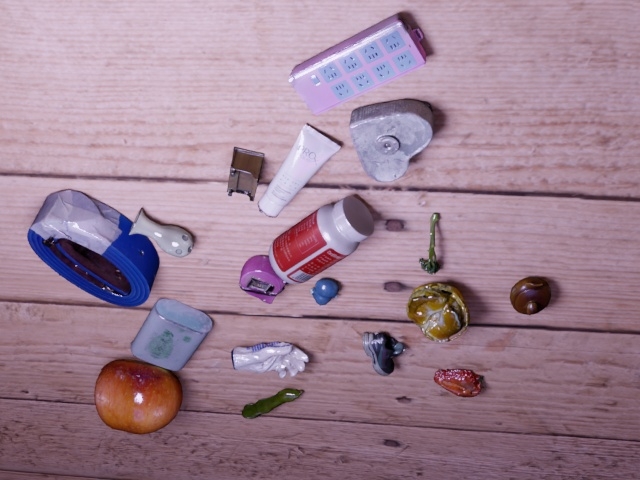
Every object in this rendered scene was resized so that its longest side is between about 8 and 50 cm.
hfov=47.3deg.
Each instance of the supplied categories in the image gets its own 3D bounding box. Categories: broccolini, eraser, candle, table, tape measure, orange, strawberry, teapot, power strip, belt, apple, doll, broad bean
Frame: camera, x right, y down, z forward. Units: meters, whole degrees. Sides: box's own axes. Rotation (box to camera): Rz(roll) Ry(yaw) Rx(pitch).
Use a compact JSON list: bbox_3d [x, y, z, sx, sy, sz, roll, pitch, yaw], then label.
[{"bbox_3d":[0.271,0.019,1.747,0.054,0.052,0.194,2,135,1],"label":"broccolini"},{"bbox_3d":[-0.431,0.273,2.095,0.174,0.081,0.227,23,135,-16],"label":"eraser"},{"bbox_3d":[0.136,-0.218,1.516,0.169,0.068,0.192,24,130,-14],"label":"candle"},{"bbox_3d":[-0.170,-0.145,1.627,0.070,0.082,0.083,12,135,-4],"label":"table"},{"bbox_3d":[-0.145,0.099,1.877,0.125,0.074,0.118,21,134,-15],"label":"tape measure"},{"bbox_3d":[0.302,0.172,1.857,0.160,0.112,0.169,8,113,16],"label":"orange"},{"bbox_3d":[0.406,0.419,2.136,0.152,0.048,0.103,6,132,-2],"label":"strawberry"},{"bbox_3d":[0.523,0.142,1.813,0.098,0.078,0.129,5,136,3],"label":"teapot"},{"bbox_3d":[0.070,-0.339,1.424,0.279,0.037,0.109,-21,129,27],"label":"power strip"},{"bbox_3d":[-0.560,0.028,1.839,0.213,0.117,0.347,-24,128,31],"label":"belt"},{"bbox_3d":[-0.546,0.466,2.187,0.272,0.206,0.251,6,172,22],"label":"apple"},{"bbox_3d":[0.016,0.133,1.907,0.076,0.050,0.083,14,134,-11],"label":"doll"},{"bbox_3d":[-0.163,0.519,2.329,0.256,0.052,0.053,-29,166,29],"label":"broad bean"}]

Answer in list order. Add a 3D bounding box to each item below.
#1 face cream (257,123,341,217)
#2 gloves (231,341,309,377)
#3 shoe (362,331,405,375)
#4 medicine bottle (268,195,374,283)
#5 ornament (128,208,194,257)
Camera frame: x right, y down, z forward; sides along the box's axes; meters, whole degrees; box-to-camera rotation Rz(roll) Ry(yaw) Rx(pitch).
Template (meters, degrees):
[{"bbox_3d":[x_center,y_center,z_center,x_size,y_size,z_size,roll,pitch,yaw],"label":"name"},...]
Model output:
[{"bbox_3d":[-0.057,-0.149,1.630,0.092,0.058,0.243,30,126,-14],"label":"face cream"},{"bbox_3d":[-0.146,0.338,2.107,0.229,0.097,0.119,5,140,10],"label":"gloves"},{"bbox_3d":[0.188,0.312,2.048,0.100,0.071,0.169,-18,127,21],"label":"shoe"},{"bbox_3d":[0.000,0.000,1.714,0.131,0.131,0.250,37,128,-26],"label":"medicine bottle"},{"bbox_3d":[-0.388,-0.013,1.806,0.156,0.074,0.081,26,176,-17],"label":"ornament"}]
